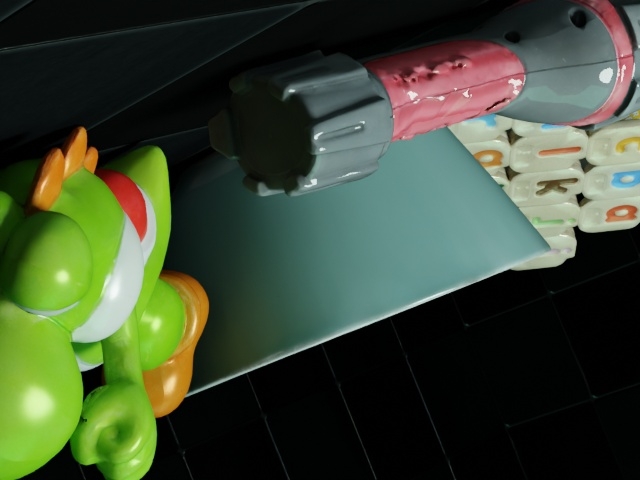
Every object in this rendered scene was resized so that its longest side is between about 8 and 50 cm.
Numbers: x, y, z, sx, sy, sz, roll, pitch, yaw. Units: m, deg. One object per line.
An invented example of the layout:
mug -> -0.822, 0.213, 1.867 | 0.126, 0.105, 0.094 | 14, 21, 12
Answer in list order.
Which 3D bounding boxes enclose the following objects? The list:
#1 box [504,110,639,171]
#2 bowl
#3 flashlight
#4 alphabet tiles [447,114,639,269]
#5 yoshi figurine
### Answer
box -> 0.233, -0.111, 1.785 | 0.203, 0.103, 0.114 | -23, 177, 25
bowl -> 0.003, -0.008, 1.426 | 0.312, 0.163, 0.311 | -22, 176, -1
flashlight -> 0.087, -0.094, 1.132 | 0.304, 0.103, 0.103 | -18, 149, -39
alphabet tiles -> 0.171, -0.052, 1.712 | 0.278, 0.021, 0.284 | -6, 147, 0
yoshi figurine -> -0.175, 0.057, 1.107 | 0.204, 0.203, 0.362 | -15, 174, 2
